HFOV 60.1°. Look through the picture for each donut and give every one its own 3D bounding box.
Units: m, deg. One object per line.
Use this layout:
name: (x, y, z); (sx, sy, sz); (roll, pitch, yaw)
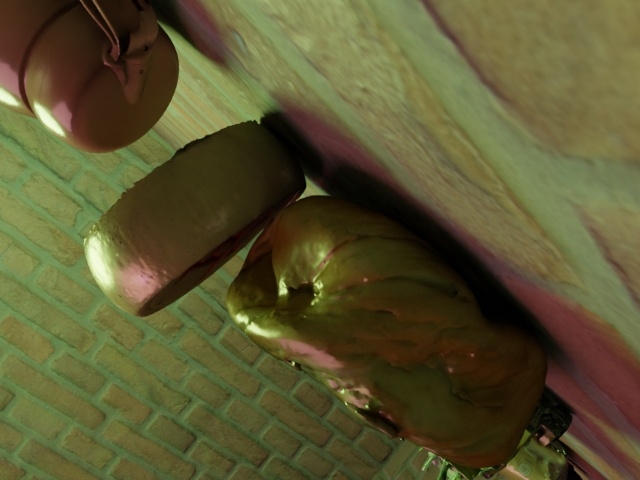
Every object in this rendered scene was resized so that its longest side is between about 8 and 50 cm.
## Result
donut: (0.062, 0.092, 0.589); (0.360, 0.170, 0.360); (30, 172, 5)

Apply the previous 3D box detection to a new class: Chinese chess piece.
Chinese chess piece: (-0.132, -0.024, 0.605); (0.103, 0.249, 0.250); (52, 174, -1)

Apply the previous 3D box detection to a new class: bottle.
bottle: (-0.274, -0.221, 0.516); (0.296, 0.173, 0.206); (41, 141, 10)

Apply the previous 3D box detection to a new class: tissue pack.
tissue pack: (0.388, 0.425, 1.169); (0.256, 0.123, 0.215); (32, 164, 35)

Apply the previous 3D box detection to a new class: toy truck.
toy truck: (0.225, 0.282, 0.777); (0.128, 0.135, 0.260); (40, 140, 12)

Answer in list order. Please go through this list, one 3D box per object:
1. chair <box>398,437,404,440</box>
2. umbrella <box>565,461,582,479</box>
chair: (0.133, 0.222, 0.981); (0.183, 0.176, 0.326); (-12, 135, 46)
umbrella: (0.454, 0.467, 1.299); (0.326, 0.094, 0.090); (37, 159, 32)
